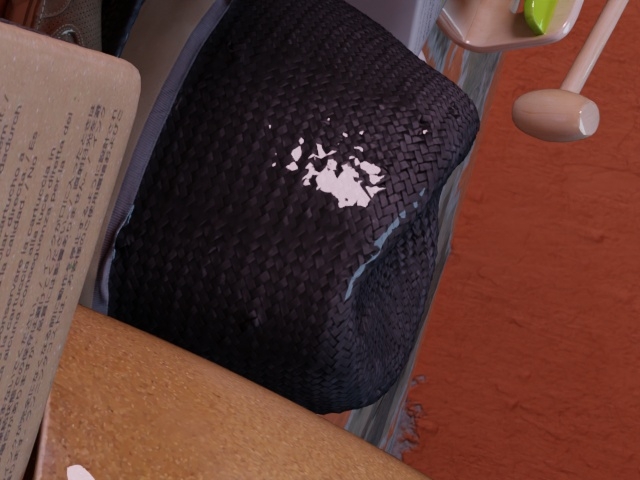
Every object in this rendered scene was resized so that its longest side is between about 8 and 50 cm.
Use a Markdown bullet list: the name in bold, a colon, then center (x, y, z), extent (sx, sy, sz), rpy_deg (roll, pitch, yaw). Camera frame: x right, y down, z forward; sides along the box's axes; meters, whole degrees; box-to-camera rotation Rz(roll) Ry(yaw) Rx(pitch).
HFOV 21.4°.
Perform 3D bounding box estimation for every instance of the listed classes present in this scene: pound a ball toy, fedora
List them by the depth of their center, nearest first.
- **fedora**: center (-0.017, -0.015, 0.790), extent (0.334, 0.152, 0.334), rpy_deg (19, 90, -81)
- **pound a ball toy**: center (0.182, -0.264, 1.483), extent (0.208, 0.136, 0.319), rpy_deg (47, 55, -39)

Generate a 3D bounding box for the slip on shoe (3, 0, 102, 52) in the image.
- **slip on shoe**: center (-0.093, -0.058, 0.587), extent (0.051, 0.041, 0.135), rpy_deg (94, 17, -59)

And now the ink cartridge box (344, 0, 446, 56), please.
- **ink cartridge box**: center (0.049, -0.222, 0.983), extent (0.212, 0.093, 0.154), rpy_deg (-65, 169, -47)

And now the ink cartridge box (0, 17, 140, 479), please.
- **ink cartridge box**: center (-0.136, 0.052, 0.388), extent (0.193, 0.088, 0.234), rpy_deg (0, 109, -80)

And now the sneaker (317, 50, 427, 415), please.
- **sneaker**: center (0.000, 0.000, 1.020), extent (0.152, 0.114, 0.305), rpy_deg (97, 13, -80)

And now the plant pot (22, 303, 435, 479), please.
- **plant pot**: center (-0.013, 0.165, 0.591), extent (0.237, 0.254, 0.237), rpy_deg (-162, -90, -73)
